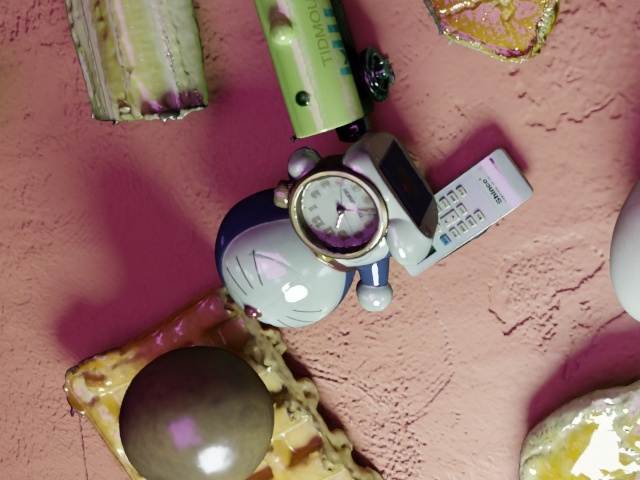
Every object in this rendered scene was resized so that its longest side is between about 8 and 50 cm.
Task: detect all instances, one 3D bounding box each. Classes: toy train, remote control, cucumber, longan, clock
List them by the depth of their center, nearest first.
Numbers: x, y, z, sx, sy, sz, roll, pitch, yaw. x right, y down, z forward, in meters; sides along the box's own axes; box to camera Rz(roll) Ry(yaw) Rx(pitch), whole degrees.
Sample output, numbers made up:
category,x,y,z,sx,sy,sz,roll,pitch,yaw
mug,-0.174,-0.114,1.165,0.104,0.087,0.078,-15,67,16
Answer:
category,x,y,z,sx,sy,sz,roll,pitch,yaw
toy train,-0.013,-0.213,0.949,0.105,0.157,0.253,-13,101,25
clock,0.000,0.000,1.007,0.243,0.146,0.199,-30,109,31
remote control,0.145,-0.028,1.012,0.166,0.029,0.065,-37,89,31
longan,-0.134,0.197,1.030,0.167,0.167,0.187,39,132,7
cucumber,-0.213,-0.290,1.044,0.145,0.105,0.325,0,107,50

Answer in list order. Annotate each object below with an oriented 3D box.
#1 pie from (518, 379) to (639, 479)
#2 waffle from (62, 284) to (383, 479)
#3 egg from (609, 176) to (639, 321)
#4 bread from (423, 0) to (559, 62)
category,x,y,z,sx,sy,sz,roll,pitch,yaw
pie,0.362,0.291,0.991,0.338,0.075,0.337,7,108,21
waffle,-0.127,0.248,1.179,0.304,0.077,0.348,-31,92,28
egg,0.350,-0.008,0.866,0.151,0.151,0.209,33,118,10
bread,0.167,-0.242,0.917,0.140,0.069,0.127,23,114,11
